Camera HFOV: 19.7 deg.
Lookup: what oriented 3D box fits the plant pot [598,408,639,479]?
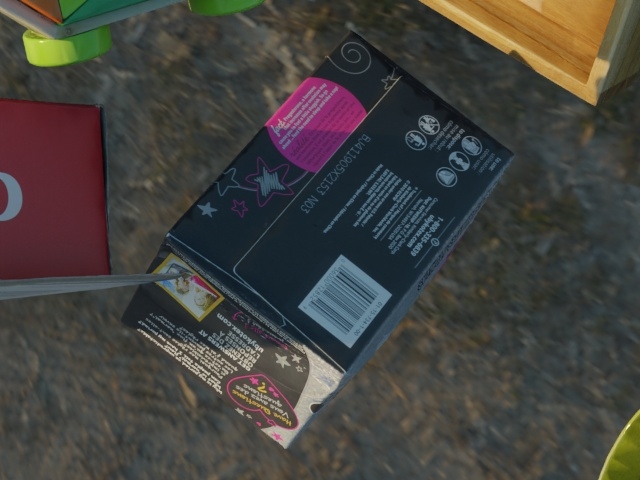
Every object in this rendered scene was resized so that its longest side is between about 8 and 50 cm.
[{"bbox_3d":[0.470,0.308,1.848,0.293,0.275,0.275,23,95,-27],"label":"plant pot"}]

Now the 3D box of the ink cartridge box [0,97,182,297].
[{"bbox_3d":[-0.282,-0.023,1.132,0.309,0.271,0.130,-1,86,-53],"label":"ink cartridge box"}]

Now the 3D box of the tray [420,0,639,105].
[{"bbox_3d":[0.097,-0.297,1.441,0.076,0.411,0.203,-31,146,-43],"label":"tray"}]

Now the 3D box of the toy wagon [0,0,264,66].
[{"bbox_3d":[-0.096,-0.271,1.170,0.344,0.068,0.267,-21,114,-24],"label":"toy wagon"}]

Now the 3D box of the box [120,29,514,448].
[{"bbox_3d":[0.000,0.000,1.346,0.163,0.142,0.247,38,56,2],"label":"box"}]
